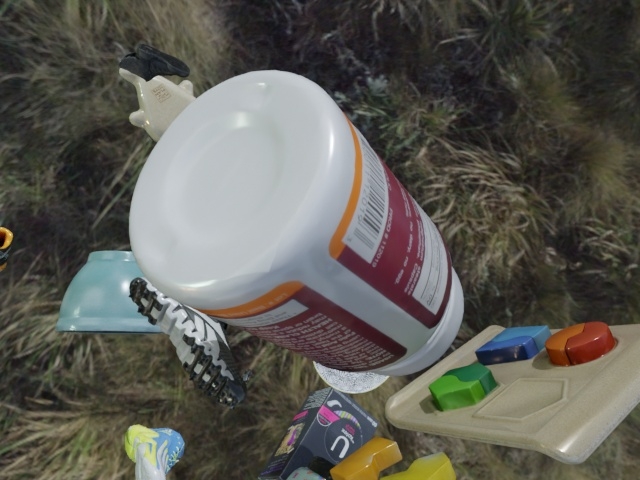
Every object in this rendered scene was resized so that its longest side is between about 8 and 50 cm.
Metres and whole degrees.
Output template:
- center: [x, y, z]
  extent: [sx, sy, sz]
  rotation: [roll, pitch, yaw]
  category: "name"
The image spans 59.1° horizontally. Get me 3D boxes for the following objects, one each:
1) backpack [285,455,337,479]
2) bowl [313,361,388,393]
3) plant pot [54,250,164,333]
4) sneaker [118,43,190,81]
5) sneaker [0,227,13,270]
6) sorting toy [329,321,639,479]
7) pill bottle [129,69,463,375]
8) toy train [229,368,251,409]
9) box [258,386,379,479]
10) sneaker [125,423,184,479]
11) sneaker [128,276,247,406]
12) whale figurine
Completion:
- center: [-0.021, 0.471, 0.972]
  extent: [0.115, 0.152, 0.182]
  rotation: [41, 70, -6]
  category: "backpack"
- center: [0.063, 0.208, 1.112]
  extent: [0.170, 0.080, 0.170]
  rotation: [0, 87, -7]
  category: "bowl"
- center: [-0.492, 0.132, 1.406]
  extent: [0.293, 0.293, 0.196]
  rotation: [4, 79, -15]
  category: "plant pot"
- center: [-0.433, -0.449, 1.471]
  extent: [0.170, 0.051, 0.089]
  rotation: [24, 130, -18]
  category: "sneaker"
- center: [-0.659, 0.030, 1.061]
  extent: [0.084, 0.215, 0.083]
  rotation: [33, 103, -9]
  category: "sneaker"
- center: [0.165, 0.148, 0.540]
  extent: [0.307, 0.229, 0.041]
  rotation: [-25, 97, -31]
  category: "sorting toy"
- center: [0.011, 0.018, 0.621]
  extent: [0.224, 0.224, 0.392]
  rotation: [-48, 142, 3]
  category: "pill bottle"
- center: [-0.286, 0.535, 2.023]
  extent: [0.027, 0.158, 0.036]
  rotation: [17, 146, 12]
  category: "toy train"
- center: [-0.001, 0.527, 1.423]
  extent: [0.165, 0.143, 0.270]
  rotation: [42, 56, -8]
  category: "box"
- center: [-0.352, 0.476, 1.260]
  extent: [0.126, 0.240, 0.091]
  rotation: [4, 101, -31]
  category: "sneaker"
- center: [-0.167, 0.127, 0.814]
  extent: [0.234, 0.106, 0.078]
  rotation: [47, 133, 14]
  category: "sneaker"
- center: [-0.468, -0.400, 1.650]
  extent: [0.216, 0.141, 0.272]
  rotation: [-42, 104, -19]
  category: "whale figurine"
